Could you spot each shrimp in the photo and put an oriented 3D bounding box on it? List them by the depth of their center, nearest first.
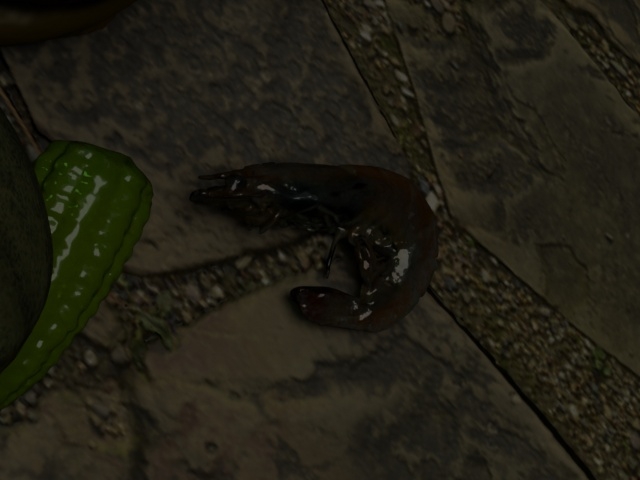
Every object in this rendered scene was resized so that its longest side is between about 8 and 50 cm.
[{"bbox_3d":[0.001,0.000,0.982,0.251,0.052,0.143,8,78,-29],"label":"shrimp"}]

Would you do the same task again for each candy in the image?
[{"bbox_3d":[-0.199,0.029,0.841,0.097,0.097,0.209,32,74,-20],"label":"candy"}]

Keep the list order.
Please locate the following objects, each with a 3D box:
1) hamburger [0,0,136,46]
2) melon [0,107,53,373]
[{"bbox_3d":[-0.202,-0.349,0.811,0.396,0.277,0.396,6,78,-29],"label":"hamburger"},{"bbox_3d":[-0.308,-0.037,0.699,0.329,0.248,0.248,44,62,-13],"label":"melon"}]
